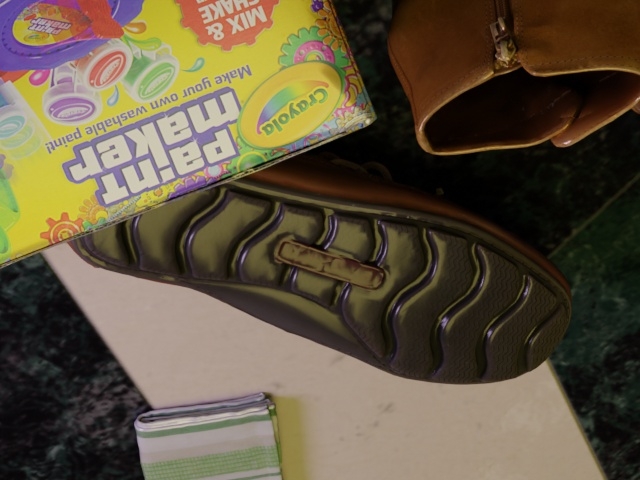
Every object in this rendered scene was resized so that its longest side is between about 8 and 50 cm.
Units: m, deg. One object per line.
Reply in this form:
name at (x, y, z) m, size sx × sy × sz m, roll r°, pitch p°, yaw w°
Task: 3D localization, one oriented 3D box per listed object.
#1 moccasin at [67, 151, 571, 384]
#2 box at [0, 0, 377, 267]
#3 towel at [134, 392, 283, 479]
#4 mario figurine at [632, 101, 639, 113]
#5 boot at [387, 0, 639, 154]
moccasin at (-0.001, 0.003, 1.323) m, size 0.380 × 0.147 × 0.139 m, roll 12°, pitch 113°, yaw -14°
box at (-0.142, -0.113, 1.052) m, size 0.290 × 0.279 × 0.177 m, roll -21°, pitch 104°, yaw 1°
towel at (-0.086, 0.187, 1.532) m, size 0.113 × 0.023 × 0.152 m, roll -7°, pitch 133°, yaw -1°
mario figurine at (0.343, -0.138, 1.215) m, size 0.321 × 0.170 × 0.198 m, roll -27°, pitch 104°, yaw 25°
boot at (0.181, -0.161, 1.153) m, size 0.295 × 0.211 × 0.104 m, roll -24°, pitch 130°, yaw 10°
